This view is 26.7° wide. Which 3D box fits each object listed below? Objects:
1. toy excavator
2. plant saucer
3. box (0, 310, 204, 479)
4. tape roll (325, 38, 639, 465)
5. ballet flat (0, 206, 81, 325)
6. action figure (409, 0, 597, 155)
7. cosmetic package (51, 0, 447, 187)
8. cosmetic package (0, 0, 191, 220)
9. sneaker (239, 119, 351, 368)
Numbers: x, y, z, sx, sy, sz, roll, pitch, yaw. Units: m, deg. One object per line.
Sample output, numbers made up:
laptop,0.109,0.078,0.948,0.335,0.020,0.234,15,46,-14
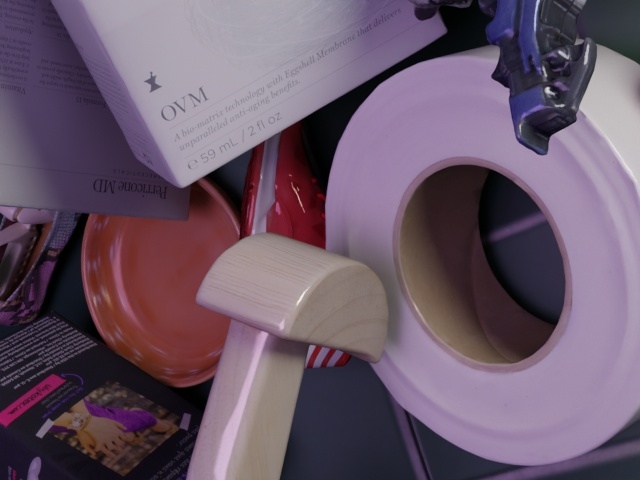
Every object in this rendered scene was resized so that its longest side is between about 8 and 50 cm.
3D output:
toy excavator,-0.038,0.274,0.969,0.222,0.445,0.433,19,66,32
plant saucer,-0.129,0.029,1.191,0.200,0.037,0.200,5,99,35
box,-0.199,0.209,1.183,0.270,0.143,0.165,30,129,29
tape roll,0.137,0.006,0.925,0.286,0.100,0.286,17,116,41
ballet flat,-0.277,-0.009,1.266,0.077,0.079,0.221,38,116,27
action figure,0.184,-0.193,0.817,0.330,0.178,0.341,-12,64,29
cosmetic package,-0.069,-0.195,0.939,0.225,0.224,0.138,63,168,-20
cosmetic package,-0.241,-0.167,1.008,0.097,0.377,0.284,6,90,38
sneaker,0.000,0.000,1.084,0.128,0.087,0.221,7,77,-7
